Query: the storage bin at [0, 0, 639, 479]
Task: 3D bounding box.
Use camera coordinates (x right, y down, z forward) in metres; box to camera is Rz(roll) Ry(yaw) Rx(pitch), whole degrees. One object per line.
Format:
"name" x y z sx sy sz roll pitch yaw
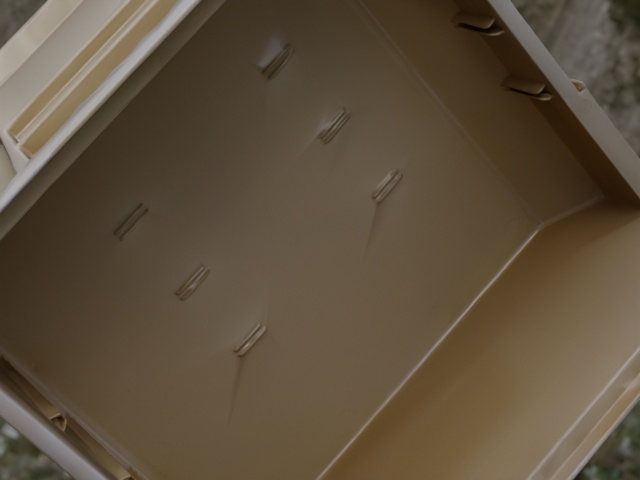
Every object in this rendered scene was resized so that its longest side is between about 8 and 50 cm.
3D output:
"storage bin" 0.000 0.000 0.649 0.262 0.260 0.123 47 -9 -30
